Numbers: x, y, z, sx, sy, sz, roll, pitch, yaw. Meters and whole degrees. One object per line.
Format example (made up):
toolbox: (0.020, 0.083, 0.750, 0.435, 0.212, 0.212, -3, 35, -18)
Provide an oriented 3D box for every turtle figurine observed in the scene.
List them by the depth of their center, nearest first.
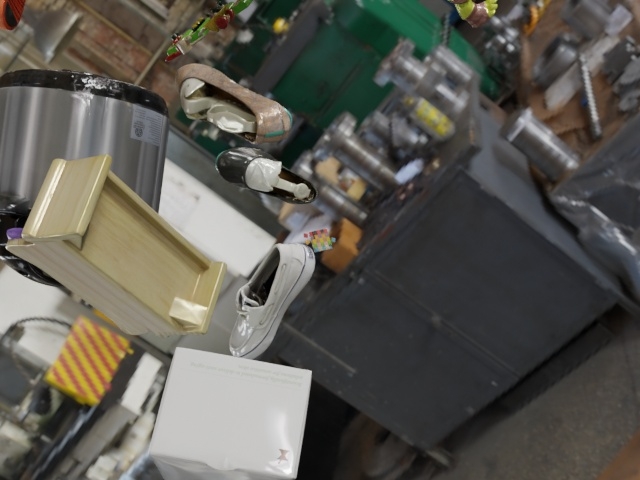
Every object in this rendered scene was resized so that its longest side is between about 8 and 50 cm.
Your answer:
turtle figurine: (0.184, -0.425, 1.409, 0.087, 0.217, 0.269, -56, 31, 18)

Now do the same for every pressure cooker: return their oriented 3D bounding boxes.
pressure cooker: (-0.510, -0.112, 1.788, 0.375, 0.370, 0.420, 180, 97, -67)

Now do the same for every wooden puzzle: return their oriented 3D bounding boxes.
wooden puzzle: (0.000, 0.000, 1.990, 0.083, 0.049, 0.006, -12, -11, -35)

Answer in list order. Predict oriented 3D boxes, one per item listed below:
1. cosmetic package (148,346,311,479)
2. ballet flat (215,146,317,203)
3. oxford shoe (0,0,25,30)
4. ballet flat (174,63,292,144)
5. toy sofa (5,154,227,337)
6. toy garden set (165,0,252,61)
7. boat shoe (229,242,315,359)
cosmetic package: (-0.125, 0.295, 1.281, 0.365, 0.197, 0.155, 103, 178, -64)
ballet flat: (-0.107, -0.144, 1.973, 0.096, 0.280, 0.095, 23, 95, 43)
oxford shoe: (-0.636, -0.549, 1.746, 0.097, 0.098, 0.271, 77, -159, -65)
ballet flat: (-0.199, -0.265, 1.687, 0.106, 0.316, 0.107, -32, -46, -42)
toy sofa: (-0.335, 0.021, 1.466, 0.177, 0.362, 0.150, -5, 56, 31)
toy garden set: (-0.276, -0.509, 2.046, 0.244, 0.049, 0.203, -26, 24, 26)
boat shoe: (-0.110, 0.112, 1.590, 0.267, 0.088, 0.096, -53, 45, 28)
